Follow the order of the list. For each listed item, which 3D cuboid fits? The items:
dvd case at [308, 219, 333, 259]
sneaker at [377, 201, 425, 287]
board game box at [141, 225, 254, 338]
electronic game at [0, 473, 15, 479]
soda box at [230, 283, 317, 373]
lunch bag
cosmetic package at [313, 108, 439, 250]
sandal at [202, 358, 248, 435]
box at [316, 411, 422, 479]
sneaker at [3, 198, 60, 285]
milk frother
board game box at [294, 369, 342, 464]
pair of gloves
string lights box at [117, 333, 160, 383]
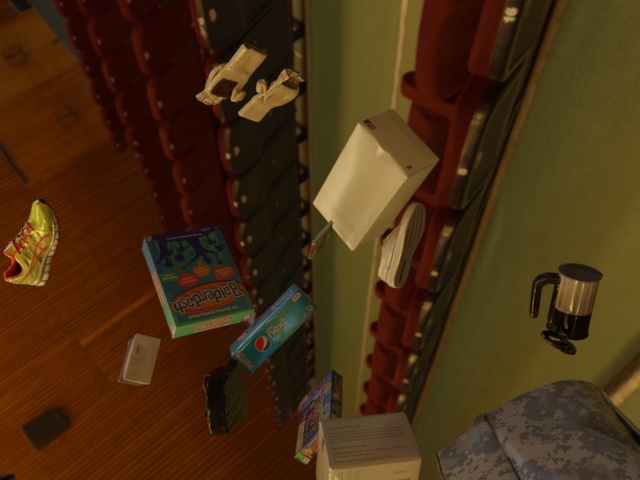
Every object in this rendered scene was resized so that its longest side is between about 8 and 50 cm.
[{"bbox_3d":[0.000,0.000,1.768,0.013,0.087,0.119,36,155,11],"label":"dvd case"},{"bbox_3d":[0.225,0.007,1.802,0.091,0.094,0.258,26,102,42],"label":"sneaker"},{"bbox_3d":[-0.242,0.075,1.220,0.210,0.160,0.047,63,146,26],"label":"board game box"},{"bbox_3d":[-0.880,0.676,1.571,0.048,0.229,0.229,49,158,4],"label":"electronic game"},{"bbox_3d":[-0.107,0.198,1.405,0.067,0.210,0.071,47,177,-13],"label":"soda box"},{"bbox_3d":[0.324,0.331,0.800,0.212,0.256,0.305,45,-171,-9],"label":"lunch bag"},{"bbox_3d":[0.151,-0.170,1.831,0.217,0.156,0.385,52,142,13],"label":"cosmetic package"},{"bbox_3d":[-0.242,0.369,1.497,0.446,0.107,0.167,84,-179,-79],"label":"sandal"},{"bbox_3d":[0.090,0.450,1.226,0.119,0.182,0.181,-107,16,-57],"label":"box"},{"bbox_3d":[-0.624,0.010,1.330,0.081,0.094,0.208,32,113,38],"label":"sneaker"},{"bbox_3d":[0.487,0.134,1.213,0.143,0.129,0.134,-105,16,-66],"label":"milk frother"},{"bbox_3d":[-0.002,0.408,1.455,0.035,0.136,0.201,36,-162,-9],"label":"board game box"},{"bbox_3d":[-0.168,-0.380,1.559,0.204,0.240,0.042,-31,63,29],"label":"pair of gloves"},{"bbox_3d":[-0.550,0.363,1.873,0.077,0.133,0.260,16,162,-17],"label":"string lights box"}]
